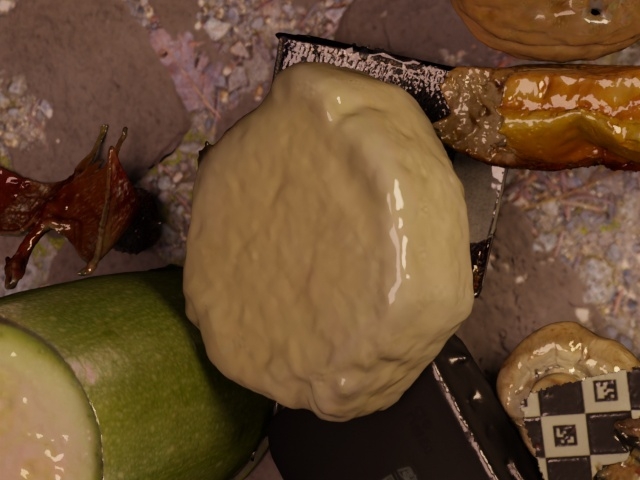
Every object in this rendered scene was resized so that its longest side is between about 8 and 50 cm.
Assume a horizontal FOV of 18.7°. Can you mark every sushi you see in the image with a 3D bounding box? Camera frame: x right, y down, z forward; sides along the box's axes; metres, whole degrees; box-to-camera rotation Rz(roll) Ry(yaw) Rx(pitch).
[{"bbox_3d":[0.296,0.205,1.736,0.193,0.040,0.210,-14,102,15],"label":"sushi"}]

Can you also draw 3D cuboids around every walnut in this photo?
[{"bbox_3d":[0.223,-0.254,1.720,0.245,0.198,0.198,-16,87,-5],"label":"walnut"}]

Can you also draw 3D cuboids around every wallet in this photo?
[{"bbox_3d":[0.058,-0.076,1.900,0.262,0.071,0.221,14,96,22],"label":"wallet"}]

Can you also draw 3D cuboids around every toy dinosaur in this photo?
[{"bbox_3d":[-0.290,-0.061,2.012,0.206,0.113,0.327,-39,33,4],"label":"toy dinosaur"}]

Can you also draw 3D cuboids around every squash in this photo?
[{"bbox_3d":[-0.222,0.165,1.884,0.263,0.384,0.263,3,97,24],"label":"squash"}]

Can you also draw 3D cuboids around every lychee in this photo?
[{"bbox_3d":[-0.199,-0.021,2.032,0.083,0.068,0.067,-5,51,30],"label":"lychee"}]

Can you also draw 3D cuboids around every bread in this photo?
[{"bbox_3d":[0.277,-0.101,1.699,0.380,0.185,0.109,6,98,22],"label":"bread"}]

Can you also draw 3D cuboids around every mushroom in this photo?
[{"bbox_3d":[0.234,0.145,1.799,0.148,0.112,0.148,2,93,35],"label":"mushroom"}]

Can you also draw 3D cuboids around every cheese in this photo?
[{"bbox_3d":[0.000,0.000,1.785,0.318,0.115,0.326,4,93,44],"label":"cheese"}]

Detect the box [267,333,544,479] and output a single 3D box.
[{"bbox_3d":[0.091,0.250,1.868,0.289,0.073,0.290,-39,76,45],"label":"box"}]
